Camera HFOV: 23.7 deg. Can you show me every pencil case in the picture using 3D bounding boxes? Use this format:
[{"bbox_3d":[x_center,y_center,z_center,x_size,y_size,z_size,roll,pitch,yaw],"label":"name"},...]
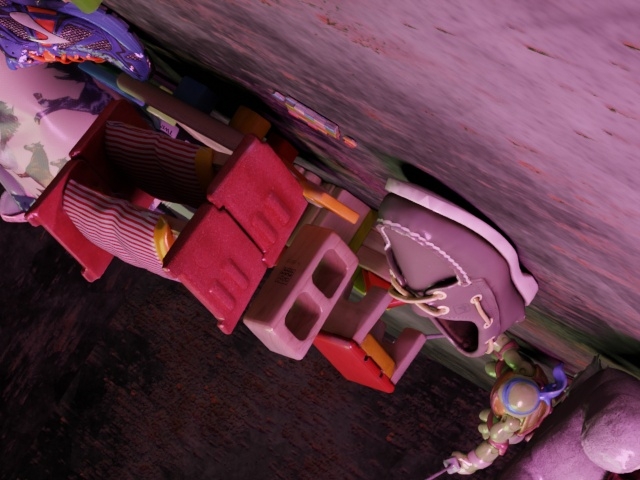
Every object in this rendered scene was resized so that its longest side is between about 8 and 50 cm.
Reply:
[{"bbox_3d":[-0.328,-0.151,1.646,0.183,0.160,0.410,-27,122,35],"label":"pencil case"}]

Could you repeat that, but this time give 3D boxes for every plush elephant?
[{"bbox_3d":[0.324,0.271,1.530,0.255,0.272,0.330,45,-155,3],"label":"plush elephant"}]

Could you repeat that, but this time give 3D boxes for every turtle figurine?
[{"bbox_3d":[0.207,0.208,2.085,0.198,0.274,0.266,66,-173,11],"label":"turtle figurine"}]

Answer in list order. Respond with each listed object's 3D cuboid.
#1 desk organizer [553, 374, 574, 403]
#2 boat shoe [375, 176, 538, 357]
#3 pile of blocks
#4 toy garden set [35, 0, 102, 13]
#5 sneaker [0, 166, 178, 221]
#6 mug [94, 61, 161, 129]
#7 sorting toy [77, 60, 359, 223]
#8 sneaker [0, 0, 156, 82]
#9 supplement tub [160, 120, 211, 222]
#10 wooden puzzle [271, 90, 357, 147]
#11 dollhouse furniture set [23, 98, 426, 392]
[{"bbox_3d":[0.377,0.240,2.135,0.130,0.050,0.047,34,175,-22],"label":"desk organizer"},{"bbox_3d":[0.114,0.030,1.346,0.109,0.091,0.305,30,175,27],"label":"boat shoe"},{"bbox_3d":[0.000,0.000,1.700,0.362,0.113,0.149,30,175,32],"label":"pile of blocks"},{"bbox_3d":[-0.330,-0.279,1.311,0.244,0.049,0.204,31,176,21],"label":"toy garden set"},{"bbox_3d":[-0.318,-0.057,1.883,0.319,0.131,0.112,31,175,22],"label":"sneaker"},{"bbox_3d":[-0.246,-0.152,1.853,0.157,0.097,0.129,31,175,9],"label":"mug"},{"bbox_3d":[-0.088,-0.110,1.542,0.347,0.047,0.196,30,179,29],"label":"sorting toy"},{"bbox_3d":[-0.260,-0.195,1.448,0.221,0.087,0.083,23,178,3],"label":"sneaker"},{"bbox_3d":[-0.191,-0.093,1.996,0.190,0.117,0.117,34,176,-16],"label":"supplement tub"},{"bbox_3d":[-0.006,-0.101,1.285,0.083,0.006,0.049,32,176,7],"label":"wooden puzzle"},{"bbox_3d":[-0.082,0.040,1.495,0.201,0.152,0.374,16,157,40],"label":"dollhouse furniture set"}]
